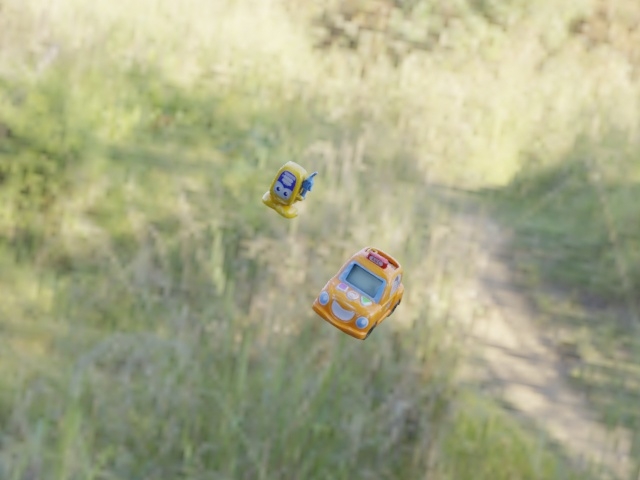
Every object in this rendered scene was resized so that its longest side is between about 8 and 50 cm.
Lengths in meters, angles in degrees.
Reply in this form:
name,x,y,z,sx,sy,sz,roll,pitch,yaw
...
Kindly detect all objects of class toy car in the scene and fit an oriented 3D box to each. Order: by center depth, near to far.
name,x,y,z,sx,sy,sz,roll,pitch,yaw
toy car,0.000,0.000,0.923,0.060,0.040,0.122,-14,49,-47
